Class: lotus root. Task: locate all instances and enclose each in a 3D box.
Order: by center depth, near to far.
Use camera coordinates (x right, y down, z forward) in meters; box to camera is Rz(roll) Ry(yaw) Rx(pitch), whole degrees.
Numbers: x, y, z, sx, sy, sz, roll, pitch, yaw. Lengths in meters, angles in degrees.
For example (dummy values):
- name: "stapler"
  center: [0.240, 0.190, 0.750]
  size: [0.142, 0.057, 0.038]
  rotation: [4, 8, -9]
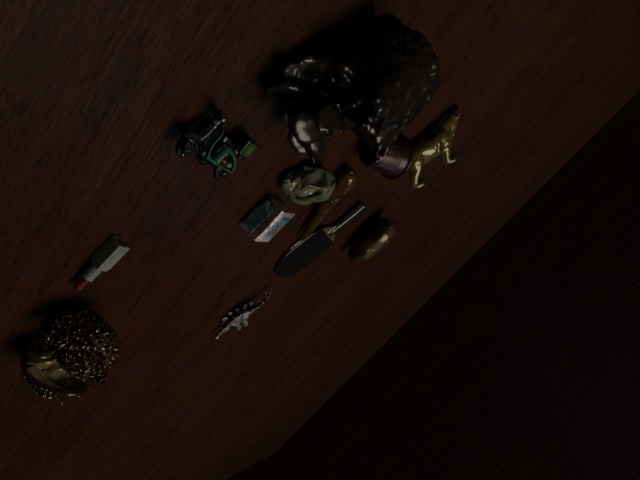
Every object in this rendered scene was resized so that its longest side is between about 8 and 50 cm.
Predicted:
- name: "lotus root"
  center: [0.153, -0.002, 1.939]
  size: [0.081, 0.089, 0.179]
  rotation: [35, 114, -25]

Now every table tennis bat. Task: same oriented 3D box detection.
- name: "table tennis bat"
  center: [0.000, 0.000, 1.772]
  size: [0.301, 0.022, 0.173]
  rotation: [-39, 159, 1]

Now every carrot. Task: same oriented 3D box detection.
- name: "carrot"
  center: [0.013, -0.083, 1.596]
  size: [0.049, 0.049, 0.254]
  rotation: [-15, 151, -49]

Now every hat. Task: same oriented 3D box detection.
- name: "hat"
  center: [-0.024, -0.108, 1.443]
  size: [0.122, 0.081, 0.166]
  rotation: [-33, 169, -13]

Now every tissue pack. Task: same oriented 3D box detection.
- name: "tissue pack"
  center: [-0.111, -0.046, 1.429]
  size: [0.094, 0.058, 0.074]
  rotation: [-45, 162, 14]

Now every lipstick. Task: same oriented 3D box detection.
- name: "lipstick"
  center: [-0.392, 0.046, 1.167]
  size: [0.129, 0.030, 0.030]
  rotation: [-44, 160, 10]

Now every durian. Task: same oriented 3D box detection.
- name: "durian"
  center: [-0.457, 0.204, 1.241]
  size: [0.196, 0.166, 0.196]
  rotation: [-29, -177, 2]

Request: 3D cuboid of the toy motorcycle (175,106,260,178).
- name: "toy motorcycle"
  center: [-0.172, -0.161, 1.092]
  size: [0.100, 0.058, 0.173]
  rotation: [-49, 160, 4]

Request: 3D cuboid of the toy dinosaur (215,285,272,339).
- name: "toy dinosaur"
  center: [-0.206, 0.197, 1.795]
  size: [0.209, 0.039, 0.082]
  rotation: [-40, 158, -4]

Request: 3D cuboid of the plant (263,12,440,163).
- name: "plant"
  center: [0.058, -0.244, 1.128]
  size: [0.276, 0.188, 0.199]
  rotation: [-37, 159, -11]

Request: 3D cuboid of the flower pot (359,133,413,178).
- name: "flower pot"
  center: [0.140, -0.197, 1.510]
  size: [0.089, 0.111, 0.111]
  rotation: [2, 135, -44]

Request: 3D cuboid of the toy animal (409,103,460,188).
- name: "toy animal"
  center: [0.286, -0.244, 1.698]
  size: [0.219, 0.103, 0.101]
  rotation: [-36, 136, 1]
